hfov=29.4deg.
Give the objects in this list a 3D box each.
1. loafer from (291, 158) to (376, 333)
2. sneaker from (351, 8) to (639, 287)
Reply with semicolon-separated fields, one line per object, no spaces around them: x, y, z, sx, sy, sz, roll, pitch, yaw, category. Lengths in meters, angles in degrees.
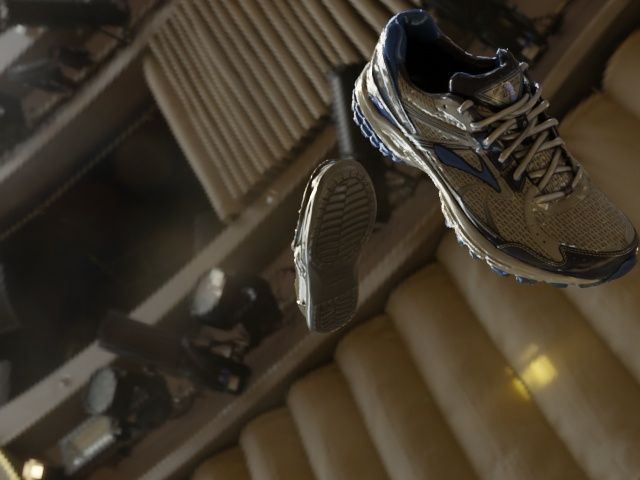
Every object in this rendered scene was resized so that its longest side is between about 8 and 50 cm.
0.000;0.000;1.436;0.087;0.094;0.251;49;-36;38;loafer
0.063;-0.036;0.449;0.135;0.052;0.058;42;-35;25;sneaker
